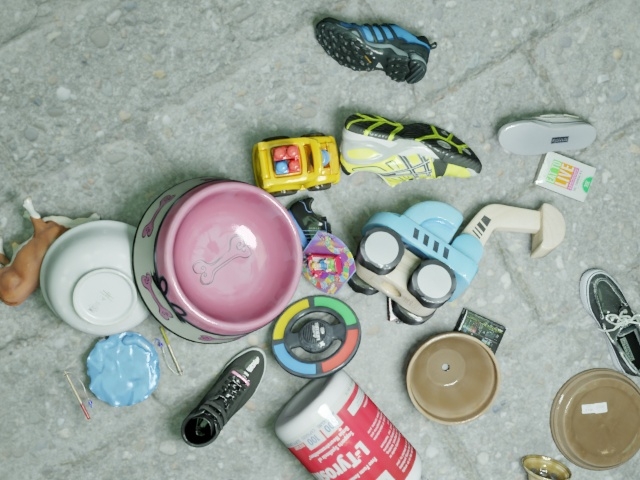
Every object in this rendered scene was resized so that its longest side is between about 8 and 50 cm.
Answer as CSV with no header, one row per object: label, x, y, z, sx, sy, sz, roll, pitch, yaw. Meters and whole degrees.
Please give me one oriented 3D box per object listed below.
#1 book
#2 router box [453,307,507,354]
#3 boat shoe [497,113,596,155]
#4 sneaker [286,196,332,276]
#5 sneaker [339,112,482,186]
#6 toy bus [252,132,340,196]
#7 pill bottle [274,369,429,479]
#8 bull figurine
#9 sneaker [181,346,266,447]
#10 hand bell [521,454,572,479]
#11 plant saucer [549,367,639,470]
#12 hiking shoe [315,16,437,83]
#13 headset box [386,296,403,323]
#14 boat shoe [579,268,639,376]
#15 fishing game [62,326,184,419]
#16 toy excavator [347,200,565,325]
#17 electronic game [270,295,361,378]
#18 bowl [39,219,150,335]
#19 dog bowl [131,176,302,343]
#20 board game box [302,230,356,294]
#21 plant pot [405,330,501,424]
book,0.649,-0.171,1.796,0.144,0.035,0.096,19,92,-6
router box,0.414,0.244,1.770,0.122,0.038,0.092,25,87,-4
boat shoe,0.580,-0.288,1.757,0.267,0.088,0.096,-7,128,-7
sneaker,0.000,0.000,1.709,0.090,0.081,0.232,-32,92,3
sneaker,0.225,-0.213,1.717,0.384,0.145,0.147,11,123,-14
toy bus,-0.053,-0.195,1.640,0.220,0.211,0.150,-8,89,-7
pill bottle,0.098,0.530,1.646,0.229,0.229,0.408,-42,93,-4
bull figurine,-0.686,0.015,1.638,0.310,0.101,0.188,-44,90,-6
sneaker,-0.233,0.394,1.657,0.104,0.147,0.296,40,85,-2
hand bell,0.568,0.703,1.768,0.126,0.126,0.242,7,102,-5
plant saucer,0.753,0.482,1.802,0.277,0.041,0.278,0,90,-4
hiking shoe,0.137,-0.503,1.725,0.303,0.113,0.132,23,58,1
headset box,0.206,0.175,1.753,0.062,0.032,0.084,-2,89,-5
boat shoe,0.784,0.219,1.770,0.113,0.105,0.307,-19,92,-5
fishing game,-0.494,0.321,1.687,0.264,0.041,0.189,-28,93,-13
toy excavator,0.343,0.005,1.681,0.432,0.222,0.445,33,69,7
electronic game,-0.012,0.236,1.670,0.229,0.048,0.229,-7,52,9
bowl,-0.507,0.110,1.588,0.297,0.134,0.298,-5,109,-16
dog bowl,-0.221,0.040,1.579,0.407,0.150,0.409,3,84,-30
board game box,0.007,0.063,1.635,0.133,0.033,0.169,44,131,9
plant pot,0.330,0.338,1.719,0.237,0.110,0.238,0,99,-1
